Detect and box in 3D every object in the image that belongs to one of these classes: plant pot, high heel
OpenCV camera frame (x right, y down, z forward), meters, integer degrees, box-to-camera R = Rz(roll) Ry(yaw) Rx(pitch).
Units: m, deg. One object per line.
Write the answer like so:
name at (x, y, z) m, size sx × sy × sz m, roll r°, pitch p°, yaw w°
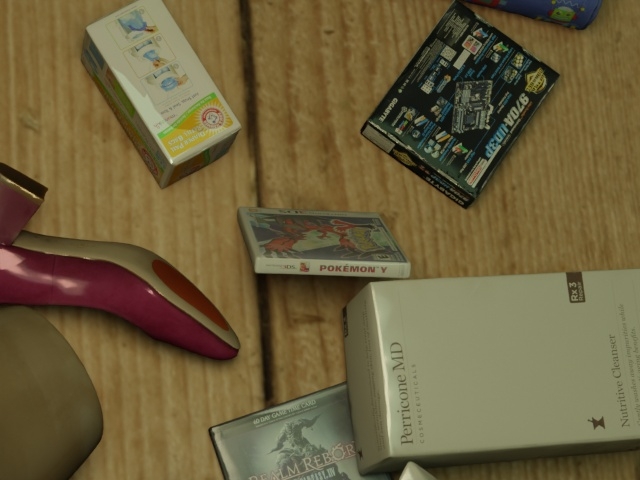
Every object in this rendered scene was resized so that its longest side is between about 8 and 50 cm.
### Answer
plant pot at (-0.404, 0.214, 1.609) m, size 0.280 × 0.323 × 0.323 m, roll -33°, pitch 84°, yaw -33°
high heel at (-0.287, 0.076, 1.771) m, size 0.377 × 0.127 × 0.181 m, roll 35°, pitch 101°, yaw -5°

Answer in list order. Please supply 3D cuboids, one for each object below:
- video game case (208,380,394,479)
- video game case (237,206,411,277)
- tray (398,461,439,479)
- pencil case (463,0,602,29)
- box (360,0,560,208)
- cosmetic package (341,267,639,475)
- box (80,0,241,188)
video game case at (0.000, 0.326, 1.781) m, size 0.196 × 0.026 × 0.274 m, roll -17°, pitch 80°, yaw -15°
video game case at (0.000, 0.000, 1.783) m, size 0.183 × 0.201 × 0.023 m, roll 2°, pitch 109°, yaw -10°
tray at (0.161, 0.381, 1.720) m, size 0.270 × 0.030 × 0.145 m, roll 40°, pitch 69°, yaw -34°
pencil case at (0.227, -0.373, 1.954) m, size 0.306 × 0.119 × 0.133 m, roll 14°, pitch 63°, yaw -7°
box at (0.183, -0.180, 1.931) m, size 0.175 × 0.051 × 0.220 m, roll 35°, pitch 72°, yaw 0°
cosmetic package at (0.230, 0.157, 1.788) m, size 0.384 × 0.156 × 0.217 m, roll -4°, pitch 75°, yaw -16°
box at (-0.199, -0.183, 1.825) m, size 0.103 × 0.114 × 0.203 m, roll -31°, pitch 84°, yaw -18°
